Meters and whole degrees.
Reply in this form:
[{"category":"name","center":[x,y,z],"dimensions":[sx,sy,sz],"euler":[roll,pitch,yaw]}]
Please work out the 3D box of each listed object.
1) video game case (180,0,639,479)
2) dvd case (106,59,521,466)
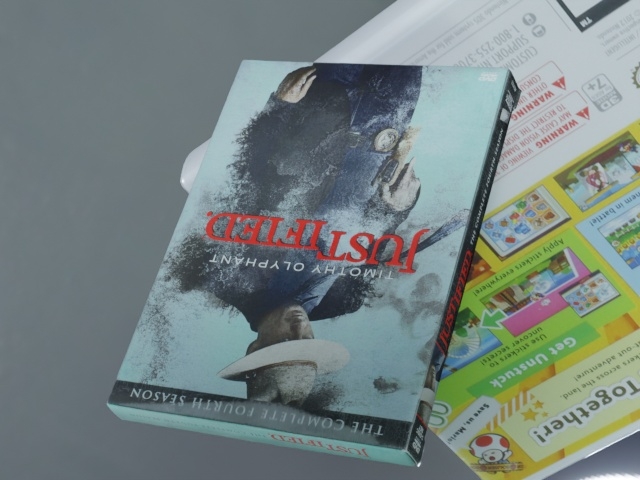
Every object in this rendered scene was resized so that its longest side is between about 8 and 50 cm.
[{"category":"video game case","center":[0.098,-0.016,0.484],"dimensions":[0.206,0.227,0.026],"euler":[45,-154,-23]},{"category":"dvd case","center":[0.000,0.000,0.359],"dimensions":[0.087,0.119,0.013],"euler":[6,151,24]}]
